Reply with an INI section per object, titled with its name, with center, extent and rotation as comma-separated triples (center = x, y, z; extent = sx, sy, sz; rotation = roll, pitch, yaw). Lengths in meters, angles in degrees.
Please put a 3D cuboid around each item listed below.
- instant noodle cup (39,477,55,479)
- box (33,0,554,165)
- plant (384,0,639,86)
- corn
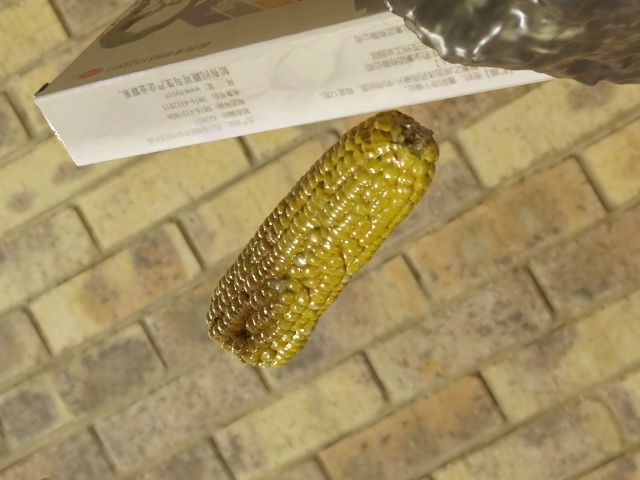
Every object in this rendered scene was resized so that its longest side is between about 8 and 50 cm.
[instant noodle cup]
center = -0.203, 0.267, 0.910
extent = 0.178, 0.208, 0.125
rotation = 11, -123, 43
[box]
center = 0.010, -0.151, 0.744
extent = 0.353, 0.069, 0.214
rotation = -9, -147, 33
[plant]
center = 0.115, -0.121, 0.370
extent = 0.203, 0.142, 0.131
rotation = -8, 160, -27
[corn]
center = -0.004, -0.001, 1.022
extent = 0.102, 0.102, 0.313
rotation = -29, 160, -51
